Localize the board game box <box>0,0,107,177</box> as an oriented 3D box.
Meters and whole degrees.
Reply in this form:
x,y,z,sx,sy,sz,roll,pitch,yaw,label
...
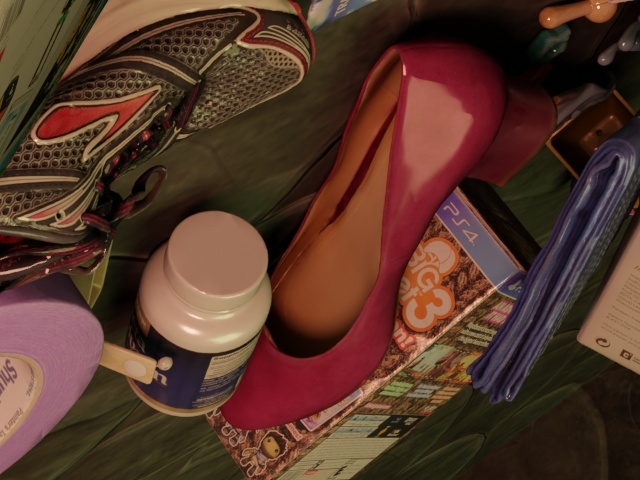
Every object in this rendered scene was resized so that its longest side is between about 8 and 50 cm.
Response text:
x,y,z,sx,sy,sz,roll,pitch,yaw,label
-0.094,-0.102,0.470,0.193,0.053,0.305,-55,-169,42,board game box

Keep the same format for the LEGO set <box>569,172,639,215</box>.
x,y,z,sx,sy,sz,roll,pitch,yaw,label
0.317,-0.076,1.479,0.087,0.093,0.227,5,179,-12,LEGO set

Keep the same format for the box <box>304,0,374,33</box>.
x,y,z,sx,sy,sz,roll,pitch,yaw,label
0.057,-0.190,0.803,0.178,0.042,0.109,-30,160,-26,box

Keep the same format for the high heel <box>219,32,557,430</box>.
x,y,z,sx,sy,sz,roll,pitch,yaw,label
0.000,0.000,1.065,0.181,0.127,0.377,12,122,-50,high heel

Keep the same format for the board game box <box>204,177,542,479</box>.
x,y,z,sx,sy,sz,roll,pitch,yaw,label
0.053,0.076,1.282,0.291,0.141,0.232,-41,161,11,board game box

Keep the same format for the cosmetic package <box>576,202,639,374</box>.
x,y,z,sx,sy,sz,roll,pitch,yaw,label
0.355,-0.044,1.187,0.197,0.155,0.365,-56,169,-34,cosmetic package

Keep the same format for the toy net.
x,y,z,sx,sy,sz,roll,pitch,yaw,label
0.201,-0.154,1.148,0.232,0.045,0.122,-40,161,8,toy net

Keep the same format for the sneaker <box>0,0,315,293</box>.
x,y,z,sx,sy,sz,roll,pitch,yaw,label
-0.125,-0.041,0.730,0.299,0.112,0.121,-29,159,-26,sneaker

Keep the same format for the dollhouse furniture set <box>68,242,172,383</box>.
x,y,z,sx,sy,sz,roll,pitch,yaw,label
-0.136,0.060,0.952,0.114,0.081,0.091,111,1,-46,dollhouse furniture set

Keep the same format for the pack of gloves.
x,y,z,sx,sy,sz,roll,pitch,yaw,label
0.253,-0.135,1.215,0.195,0.046,0.232,-46,172,27,pack of gloves

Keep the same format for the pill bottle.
x,y,z,sx,sy,sz,roll,pitch,yaw,label
-0.088,0.052,1.045,0.094,0.094,0.169,-27,159,-28,pill bottle

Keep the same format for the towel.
x,y,z,sx,sy,sz,roll,pitch,yaw,label
0.221,-0.043,1.099,0.336,0.040,0.243,-45,162,-52,towel

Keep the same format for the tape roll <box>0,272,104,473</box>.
x,y,z,sx,sy,sz,roll,pitch,yaw,label
-0.264,0.090,0.831,0.275,0.090,0.275,-33,160,-13,tape roll

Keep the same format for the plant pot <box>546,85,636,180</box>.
x,y,z,sx,sy,sz,roll,pitch,yaw,label
0.274,-0.092,1.383,0.081,0.081,0.083,-42,174,14,plant pot
